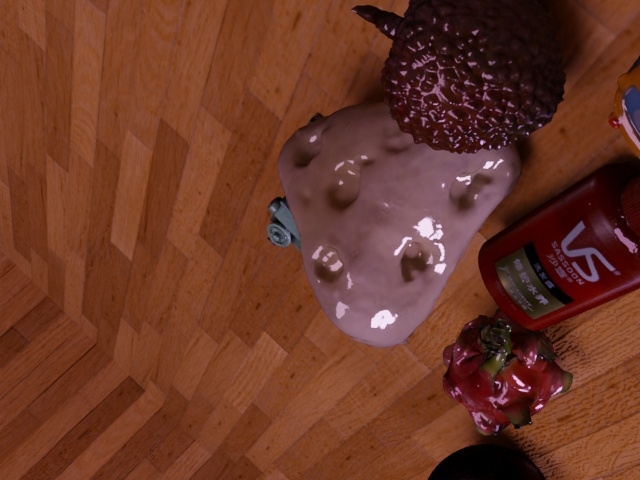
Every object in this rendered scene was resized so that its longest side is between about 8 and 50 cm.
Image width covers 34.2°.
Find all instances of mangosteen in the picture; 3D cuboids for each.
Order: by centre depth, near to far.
[{"bbox_3d":[0.253,0.393,1.515,0.194,0.194,0.230,24,-178,37],"label":"mangosteen"}]

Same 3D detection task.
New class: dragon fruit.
[{"bbox_3d":[0.214,0.149,1.211,0.137,0.135,0.236,48,173,8],"label":"dragon fruit"}]

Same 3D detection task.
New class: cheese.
[{"bbox_3d":[0.049,-0.032,1.096,0.173,0.251,0.248,18,-174,-37],"label":"cheese"}]

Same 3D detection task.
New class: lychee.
[{"bbox_3d":[0.118,-0.157,0.895,0.197,0.165,0.165,25,153,1],"label":"lychee"}]

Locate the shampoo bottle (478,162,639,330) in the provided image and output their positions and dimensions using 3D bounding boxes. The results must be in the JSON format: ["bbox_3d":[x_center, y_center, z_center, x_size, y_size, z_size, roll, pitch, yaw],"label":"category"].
[{"bbox_3d":[0.264,0.004,1.013,0.118,0.076,0.314,60,155,6],"label":"shampoo bottle"}]

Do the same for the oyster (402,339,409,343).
[{"bbox_3d":[0.052,0.098,1.503,0.165,0.053,0.108,19,171,30],"label":"oyster"}]

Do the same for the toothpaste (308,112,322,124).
[{"bbox_3d":[-0.007,-0.126,1.301,0.020,0.017,0.083,37,154,12],"label":"toothpaste"}]

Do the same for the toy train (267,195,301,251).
[{"bbox_3d":[0.000,0.000,1.423,0.172,0.070,0.099,45,144,-1],"label":"toy train"}]

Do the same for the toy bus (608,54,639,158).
[{"bbox_3d":[0.284,-0.120,0.663,0.126,0.209,0.136,47,165,-6],"label":"toy bus"}]
